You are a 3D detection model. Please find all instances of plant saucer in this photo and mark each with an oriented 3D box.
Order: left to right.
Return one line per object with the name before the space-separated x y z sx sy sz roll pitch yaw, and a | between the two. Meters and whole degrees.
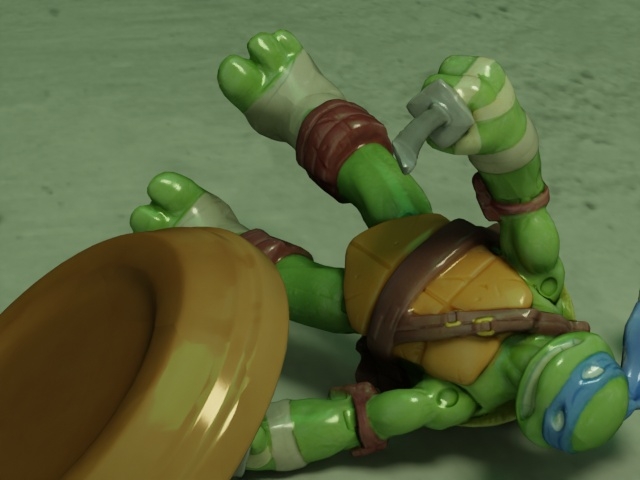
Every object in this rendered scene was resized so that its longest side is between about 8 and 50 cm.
plant saucer | -0.099 0.069 0.639 0.200 0.037 0.200 -33 30 23

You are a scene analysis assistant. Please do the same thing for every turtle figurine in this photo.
turtle figurine | 0.000 0.000 0.743 0.275 0.197 0.266 -11 30 -33

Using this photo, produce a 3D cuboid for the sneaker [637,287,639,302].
sneaker | 0.204 0.074 0.758 0.094 0.080 0.212 -24 37 -22
